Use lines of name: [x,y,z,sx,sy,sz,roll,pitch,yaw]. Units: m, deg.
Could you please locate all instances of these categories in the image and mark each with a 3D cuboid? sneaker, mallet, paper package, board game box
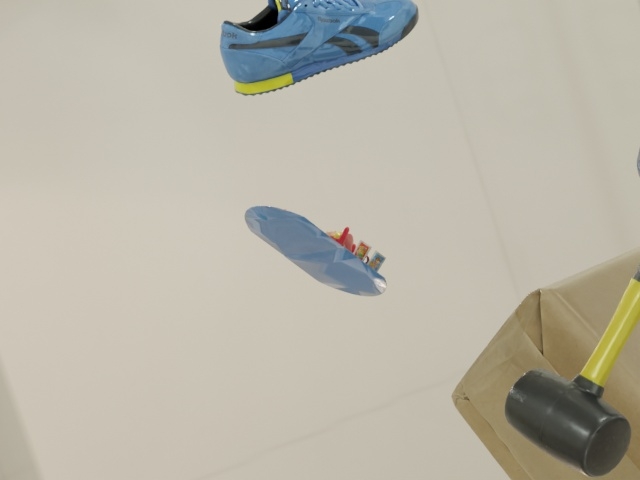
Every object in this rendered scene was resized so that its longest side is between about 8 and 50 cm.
sneaker: [0.001,-0.210,1.317,0.209,0.082,0.069,-22,28,-18]
mallet: [0.156,0.026,0.706,0.062,0.190,0.039,19,-7,46]
paper package: [0.328,0.167,1.256,0.325,0.309,0.168,-16,-28,-49]
board game box: [0.000,0.000,1.443,0.133,0.168,0.033,-9,47,61]

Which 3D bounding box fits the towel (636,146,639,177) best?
towel: [0.254,-0.077,0.999,0.067,0.029,0.119,-60,-11,2]
